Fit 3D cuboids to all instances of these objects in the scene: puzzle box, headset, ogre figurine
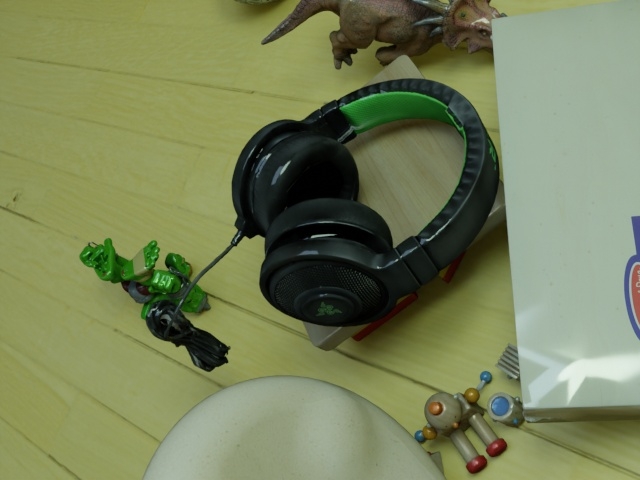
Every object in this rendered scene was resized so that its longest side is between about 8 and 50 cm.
[{"bbox_3d":[0.300,-0.045,0.722,0.272,0.052,0.409,-4,63,13],"label":"puzzle box"},{"bbox_3d":[0.000,0.000,0.828,0.394,0.185,0.243,-31,45,7],"label":"headset"},{"bbox_3d":[-0.230,0.054,1.088,0.197,0.118,0.097,-9,58,32],"label":"ogre figurine"}]

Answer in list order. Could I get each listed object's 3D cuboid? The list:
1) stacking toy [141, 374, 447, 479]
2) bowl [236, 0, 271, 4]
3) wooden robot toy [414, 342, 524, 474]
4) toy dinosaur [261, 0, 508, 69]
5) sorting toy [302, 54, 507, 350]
[{"bbox_3d":[-0.108,0.373,0.764,0.480,0.350,0.350,-42,46,38],"label":"stacking toy"},{"bbox_3d":[-0.082,-0.421,1.243,0.170,0.080,0.170,-18,58,30],"label":"bowl"},{"bbox_3d":[0.137,0.169,0.775,0.173,0.079,0.076,-45,48,10],"label":"wooden robot toy"},{"bbox_3d":[0.084,-0.275,0.952,0.200,0.296,0.127,-157,69,-79],"label":"toy dinosaur"},{"bbox_3d":[0.070,-0.037,0.925,0.255,0.089,0.257,-39,49,15],"label":"sorting toy"}]
